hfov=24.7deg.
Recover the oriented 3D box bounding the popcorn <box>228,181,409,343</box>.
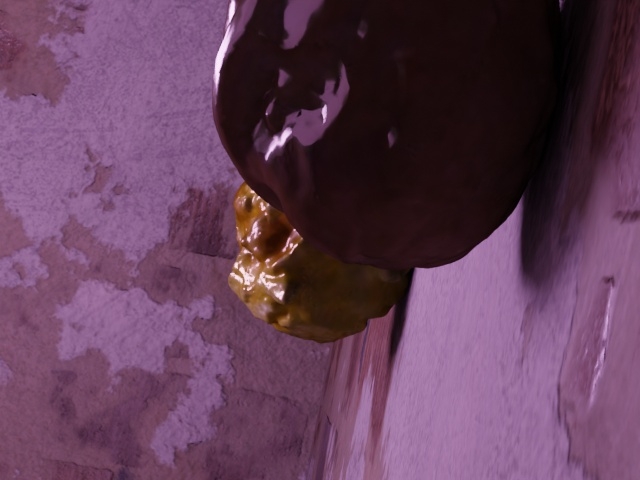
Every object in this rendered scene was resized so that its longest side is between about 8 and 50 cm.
[{"bbox_3d":[0.006,0.003,1.786,0.225,0.249,0.249,-156,76,-71],"label":"popcorn"}]

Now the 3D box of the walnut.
[{"bbox_3d":[0.043,-0.114,0.991,0.227,0.273,0.273,-23,-48,-50],"label":"walnut"}]
